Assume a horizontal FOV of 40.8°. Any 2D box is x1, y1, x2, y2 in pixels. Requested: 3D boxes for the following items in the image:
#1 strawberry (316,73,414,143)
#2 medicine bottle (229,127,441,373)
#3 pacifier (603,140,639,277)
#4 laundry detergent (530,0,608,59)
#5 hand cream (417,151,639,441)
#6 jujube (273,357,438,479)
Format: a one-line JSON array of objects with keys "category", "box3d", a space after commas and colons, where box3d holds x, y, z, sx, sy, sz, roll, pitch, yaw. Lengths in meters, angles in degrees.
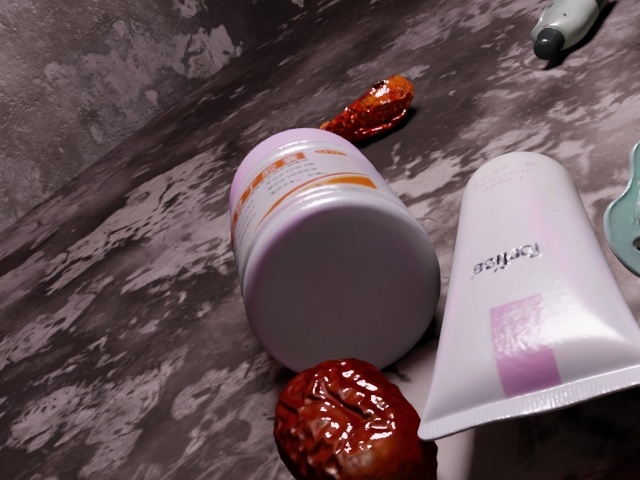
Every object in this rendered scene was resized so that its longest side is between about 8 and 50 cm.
[{"category": "strawberry", "box3d": [0.086, -0.218, 1.519, 0.188, 0.082, 0.121, -36, 0, 14]}, {"category": "medicine bottle", "box3d": [0.000, 0.000, 0.981, 0.202, 0.202, 0.316, -31, 21, 2]}, {"category": "pacifier", "box3d": [0.319, -0.021, 0.781, 0.116, 0.127, 0.150, 93, -163, -72]}, {"category": "laundry detergent", "box3d": [0.403, -0.362, 1.410, 0.099, 0.070, 0.226, 0, 38, 39]}, {"category": "hand cream", "box3d": [0.181, 0.036, 0.764, 0.185, 0.118, 0.359, -18, 23, 19]}, {"category": "jujube", "box3d": [0.027, 0.165, 0.717, 0.112, 0.109, 0.176, -66, 26, 6]}]
